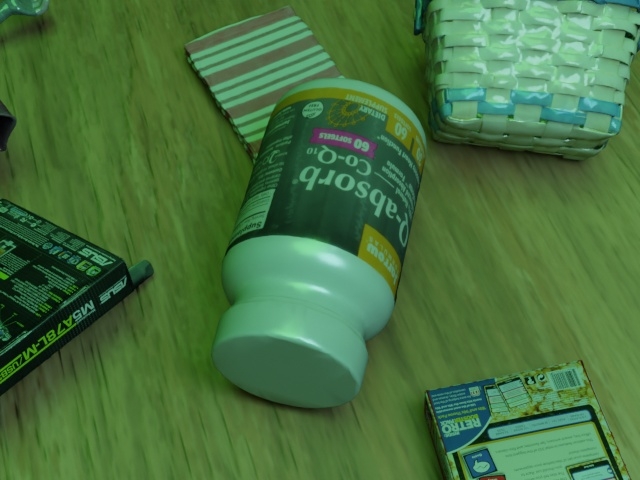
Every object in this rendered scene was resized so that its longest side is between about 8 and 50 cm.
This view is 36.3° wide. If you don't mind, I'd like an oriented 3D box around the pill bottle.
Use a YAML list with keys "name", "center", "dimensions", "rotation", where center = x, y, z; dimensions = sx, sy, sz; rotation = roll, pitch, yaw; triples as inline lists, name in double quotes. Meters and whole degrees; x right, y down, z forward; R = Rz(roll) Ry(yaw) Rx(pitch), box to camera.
- name: "pill bottle"
  center: [0.000, 0.000, 0.897]
  dimensions: [0.162, 0.162, 0.278]
  rotation: [11, 57, 5]

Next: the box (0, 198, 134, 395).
- name: "box"
  center: [-0.298, 0.051, 0.882]
  dimensions: [0.190, 0.045, 0.184]
  rotation: [22, 51, 33]

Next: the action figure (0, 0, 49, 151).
- name: "action figure"
  center: [-0.451, -0.188, 1.035]
  dimensions: [0.276, 0.248, 0.370]
  rotation: [-46, 45, 19]

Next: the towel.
- name: "towel"
  center: [-0.051, -0.174, 1.093]
  dimensions: [0.144, 0.029, 0.197]
  rotation: [-25, 63, -17]

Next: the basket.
- name: "basket"
  center: [0.213, -0.239, 1.020]
  dimensions: [0.254, 0.201, 0.289]
  rotation: [8, 88, 2]

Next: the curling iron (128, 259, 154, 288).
- name: "curling iron"
  center: [-0.256, 0.102, 0.889]
  dimensions: [0.035, 0.068, 0.274]
  rotation: [32, 56, 19]

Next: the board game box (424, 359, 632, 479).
- name: "board game box"
  center: [0.181, 0.203, 0.821]
  dimensions: [0.146, 0.045, 0.193]
  rotation: [-10, 51, -3]
